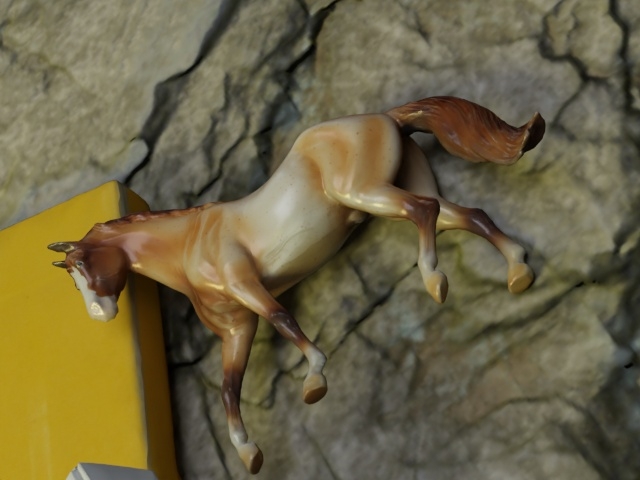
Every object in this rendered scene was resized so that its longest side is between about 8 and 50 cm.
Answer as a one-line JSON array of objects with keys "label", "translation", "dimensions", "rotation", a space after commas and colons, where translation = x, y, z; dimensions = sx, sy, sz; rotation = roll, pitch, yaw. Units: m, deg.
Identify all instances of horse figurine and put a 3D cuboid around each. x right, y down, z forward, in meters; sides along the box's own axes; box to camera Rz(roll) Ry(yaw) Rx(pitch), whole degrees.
[{"label": "horse figurine", "translation": [0.000, 0.000, 1.043], "dimensions": [0.263, 0.066, 0.174], "rotation": [-36, 53, 3]}]

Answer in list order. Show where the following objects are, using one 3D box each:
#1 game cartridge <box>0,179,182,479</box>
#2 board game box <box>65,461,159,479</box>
[{"label": "game cartridge", "translation": [-0.207, 0.154, 1.101], "dimensions": [0.285, 0.052, 0.324], "rotation": [-23, 55, 19]}, {"label": "board game box", "translation": [-0.126, 0.279, 0.889], "dimensions": [0.305, 0.053, 0.193], "rotation": [-58, 45, 22]}]
